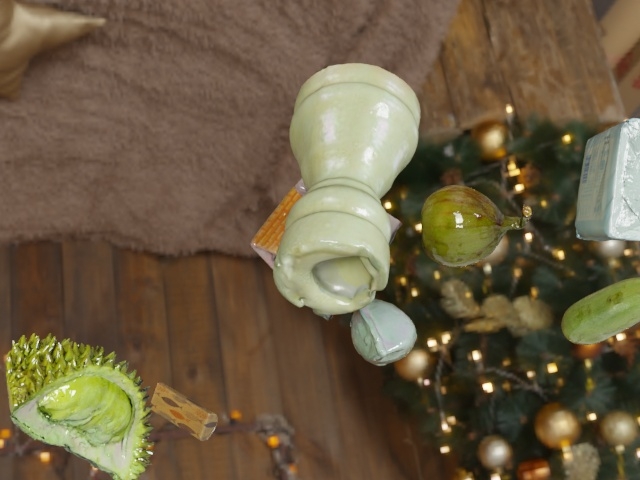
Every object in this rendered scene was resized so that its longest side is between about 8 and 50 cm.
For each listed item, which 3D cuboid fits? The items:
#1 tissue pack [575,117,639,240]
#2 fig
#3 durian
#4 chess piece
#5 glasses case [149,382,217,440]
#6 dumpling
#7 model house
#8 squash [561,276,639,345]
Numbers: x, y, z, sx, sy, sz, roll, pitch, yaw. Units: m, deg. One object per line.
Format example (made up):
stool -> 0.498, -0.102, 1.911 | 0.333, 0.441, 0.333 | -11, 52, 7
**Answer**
tissue pack -> 0.466, -0.086, 1.535 | 0.089, 0.177, 0.263 | 6, 180, 3
fig -> 0.269, -0.033, 1.755 | 0.186, 0.142, 0.148 | -7, 134, 2
durian -> -0.357, 0.243, 1.459 | 0.158, 0.169, 0.352 | 11, 154, 27
chess piece -> 0.039, -0.087, 1.683 | 0.234, 0.442, 0.234 | 6, 136, 5
glasses case -> -0.302, 0.377, 2.190 | 0.170, 0.064, 0.041 | 22, -175, 34
dumpling -> 0.090, 0.150, 1.682 | 0.149, 0.104, 0.217 | 30, -176, 4
model house -> 0.000, 0.000, 2.049 | 0.237, 0.202, 0.237 | 38, 156, 0
squash -> 0.714, 0.159, 2.373 | 0.118, 0.118, 0.370 | 5, 155, -27
